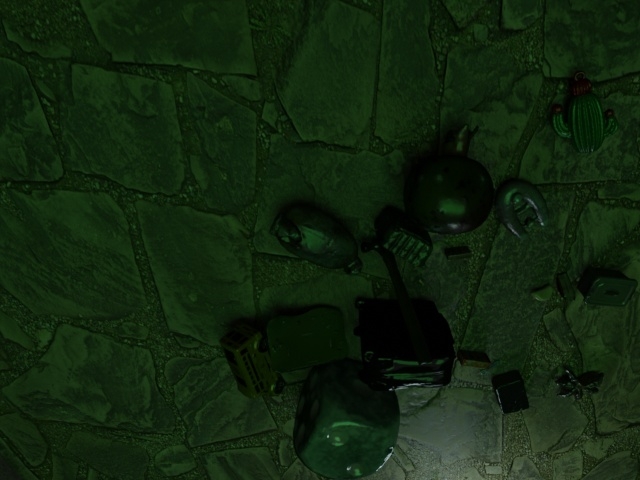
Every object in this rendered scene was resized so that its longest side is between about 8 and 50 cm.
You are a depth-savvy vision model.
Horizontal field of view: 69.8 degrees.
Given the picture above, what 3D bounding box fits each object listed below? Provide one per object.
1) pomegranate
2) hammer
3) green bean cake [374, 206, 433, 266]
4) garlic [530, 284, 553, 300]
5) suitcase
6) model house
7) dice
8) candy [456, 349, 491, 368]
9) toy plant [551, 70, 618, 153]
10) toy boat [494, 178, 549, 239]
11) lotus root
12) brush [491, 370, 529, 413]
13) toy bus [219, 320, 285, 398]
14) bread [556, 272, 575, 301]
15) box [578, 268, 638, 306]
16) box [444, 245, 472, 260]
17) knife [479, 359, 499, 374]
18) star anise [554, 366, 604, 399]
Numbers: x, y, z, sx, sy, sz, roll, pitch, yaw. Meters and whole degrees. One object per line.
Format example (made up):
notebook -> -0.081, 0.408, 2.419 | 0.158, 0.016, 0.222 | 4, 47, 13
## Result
pomegranate -> 0.373, -0.171, 1.373 | 0.291, 0.291, 0.323 | -11, 107, 4
hammer -> 0.267, 0.188, 1.502 | 0.168, 0.440, 0.044 | -6, 153, -18
green bean cake -> 0.276, -0.018, 1.506 | 0.181, 0.173, 0.094 | 28, 115, -14
garlic -> 0.836, 0.200, 1.726 | 0.083, 0.041, 0.053 | -29, 103, 4
suitcase -> 0.293, 0.353, 1.613 | 0.339, 0.345, 0.188 | -3, 115, 1
model house -> -0.062, 0.375, 1.735 | 0.294, 0.154, 0.207 | -7, 76, -16
dice -> 0.093, 0.699, 1.802 | 0.330, 0.328, 0.348 | 20, 116, -12
candy -> 0.621, 0.481, 1.856 | 0.122, 0.062, 0.038 | 10, 116, -7
toy plant -> 0.781, -0.373, 1.382 | 0.240, 0.088, 0.154 | 43, 124, -15
toy boat -> 0.673, -0.102, 1.526 | 0.155, 0.085, 0.227 | -33, 115, 16
lotus root -> 0.000, -0.002, 1.516 | 0.349, 0.175, 0.175 | 29, 114, -21
brush -> 0.813, 0.654, 1.961 | 0.123, 0.059, 0.197 | -20, 118, 10
toy bus -> -0.259, 0.476, 1.739 | 0.145, 0.151, 0.331 | 13, 129, 40
bread -> 0.910, 0.177, 1.708 | 0.043, 0.109, 0.062 | -15, 162, 11
box -> 1.043, 0.167, 1.685 | 0.172, 0.093, 0.124 | 6, 119, -5
box -> 0.484, 0.045, 1.616 | 0.083, 0.053, 0.024 | -7, 118, 0
knife -> 0.710, 0.532, 1.917 | 0.027, 0.010, 0.096 | 37, 111, -21
star anise -> 1.098, 0.623, 1.954 | 0.208, 0.063, 0.172 | 11, 119, -8
